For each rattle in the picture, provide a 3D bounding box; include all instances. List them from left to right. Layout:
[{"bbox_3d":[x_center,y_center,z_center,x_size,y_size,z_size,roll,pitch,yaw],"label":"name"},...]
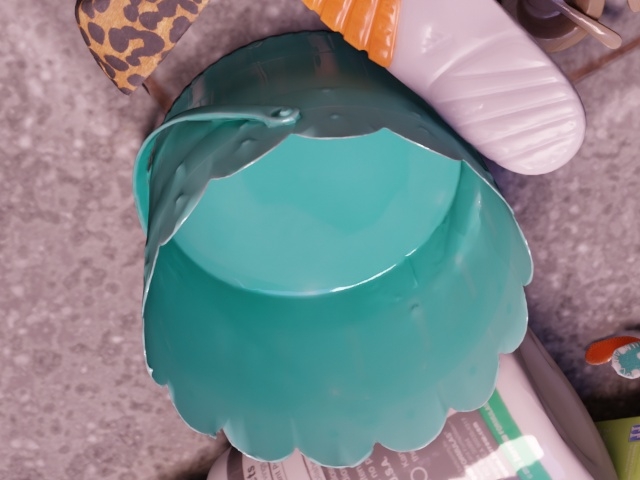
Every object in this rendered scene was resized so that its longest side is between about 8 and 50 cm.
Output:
[{"bbox_3d":[0.339,0.074,1.219,0.199,0.130,0.143,25,109,6],"label":"rattle"}]

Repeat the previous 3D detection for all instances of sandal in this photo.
[{"bbox_3d":[0.074,-0.150,0.981,0.102,0.076,0.265,-43,86,25],"label":"sandal"}]

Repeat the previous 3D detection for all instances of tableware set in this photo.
[{"bbox_3d":[0.143,-0.205,1.007,0.128,0.039,0.194,-21,125,6],"label":"tableware set"}]

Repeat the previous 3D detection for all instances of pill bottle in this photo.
[{"bbox_3d":[0.038,0.216,1.184,0.361,0.204,0.204,-33,123,14],"label":"pill bottle"}]

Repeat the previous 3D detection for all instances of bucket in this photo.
[{"bbox_3d":[0.000,0.000,1.039,0.281,0.183,0.281,-4,124,-6],"label":"bucket"}]

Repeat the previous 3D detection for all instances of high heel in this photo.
[{"bbox_3d":[-0.033,-0.166,0.946,0.261,0.093,0.186,11,120,14],"label":"high heel"}]

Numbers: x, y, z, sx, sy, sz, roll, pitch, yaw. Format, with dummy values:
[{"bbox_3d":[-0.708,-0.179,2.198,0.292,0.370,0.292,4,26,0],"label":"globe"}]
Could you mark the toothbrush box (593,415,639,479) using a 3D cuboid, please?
[{"bbox_3d":[0.327,0.241,1.223,0.283,0.122,0.206,-15,134,44],"label":"toothbrush box"}]
